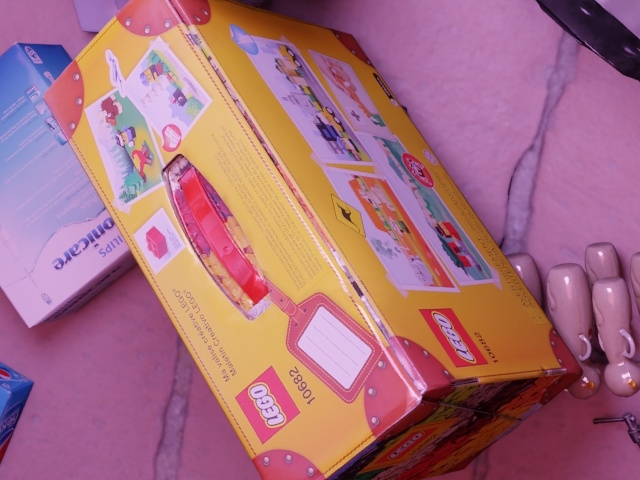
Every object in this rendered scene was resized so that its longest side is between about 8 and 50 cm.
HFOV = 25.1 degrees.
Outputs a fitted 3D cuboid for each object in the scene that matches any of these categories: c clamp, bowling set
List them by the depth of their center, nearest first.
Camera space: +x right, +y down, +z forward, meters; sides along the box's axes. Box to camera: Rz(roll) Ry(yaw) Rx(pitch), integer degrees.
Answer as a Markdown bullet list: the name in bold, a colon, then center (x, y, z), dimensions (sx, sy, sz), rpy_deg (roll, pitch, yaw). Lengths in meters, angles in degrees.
- **bowling set**: center (0.341, 0.087, 1.605), dimensions (0.200, 0.287, 0.154), rpy_deg (-13, 101, -14)
- **c clamp**: center (0.401, 0.263, 1.659), dimensions (0.160, 0.022, 0.137), rpy_deg (58, 151, -3)

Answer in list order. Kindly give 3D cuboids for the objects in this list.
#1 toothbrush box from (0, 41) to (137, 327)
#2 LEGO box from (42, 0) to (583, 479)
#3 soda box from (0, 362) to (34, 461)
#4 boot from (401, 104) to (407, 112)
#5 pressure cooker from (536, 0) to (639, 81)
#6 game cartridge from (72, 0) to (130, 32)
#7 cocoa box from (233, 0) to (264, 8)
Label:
- **toothbrush box**: center (-0.350, -0.072, 1.831), dimensions (0.216, 0.126, 0.295), rpy_deg (-38, 84, 18)
- **LEGO box**: center (0.000, 0.000, 1.493), dimensions (0.193, 0.372, 0.500), rpy_deg (-42, 67, 25)
- **soda box**: center (-0.467, 0.271, 1.944), dimensions (0.071, 0.067, 0.210), rpy_deg (28, 105, 13)
- **boot**: center (0.050, -0.077, 1.729), dimensions (0.086, 0.069, 0.190), rpy_deg (11, 99, 22)
- **pressure cooker**: center (0.367, -0.405, 1.433), dimensions (0.370, 0.375, 0.420), rpy_deg (44, 109, -3)
- **game cartridge**: center (-0.181, -0.367, 1.779), dimensions (0.294, 0.060, 0.196), rpy_deg (-15, 88, 19)
- **cocoa box**: center (-0.180, -0.426, 1.620), dimensions (0.347, 0.231, 0.228), rpy_deg (46, 107, 6)
